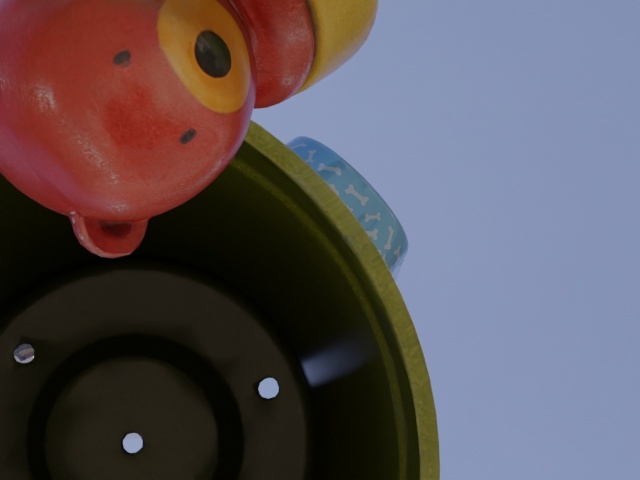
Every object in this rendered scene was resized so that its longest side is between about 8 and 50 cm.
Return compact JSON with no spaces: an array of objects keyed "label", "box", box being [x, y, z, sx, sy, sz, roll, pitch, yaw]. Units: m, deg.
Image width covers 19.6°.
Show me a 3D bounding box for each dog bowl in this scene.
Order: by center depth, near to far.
[{"label":"dog bowl","box":[0.000,0.000,1.642,0.166,0.297,0.074,44,-102,8]}]

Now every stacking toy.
[{"label":"stacking toy","box":[-0.086,-0.150,0.543,0.309,0.279,0.130,45,-122,-13]}]

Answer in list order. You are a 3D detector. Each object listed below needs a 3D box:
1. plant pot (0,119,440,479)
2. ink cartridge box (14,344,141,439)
[{"label":"plant pot","box":[-0.125,0.114,0.983,0.366,0.353,0.366,0,-95,2]},{"label":"ink cartridge box","box":[-0.185,0.047,1.544,0.172,0.100,0.237,4,-102,-47]}]
